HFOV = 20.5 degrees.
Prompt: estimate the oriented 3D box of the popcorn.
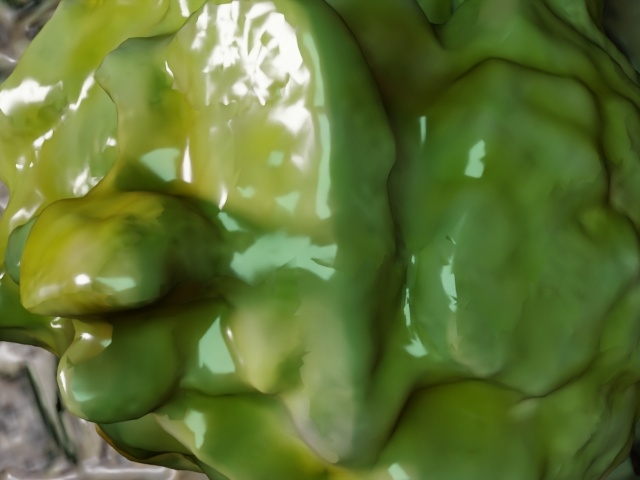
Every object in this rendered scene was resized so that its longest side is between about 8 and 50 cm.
[{"bbox_3d":[0.000,-0.001,0.453,0.188,0.185,0.167,3,111,-8],"label":"popcorn"}]
